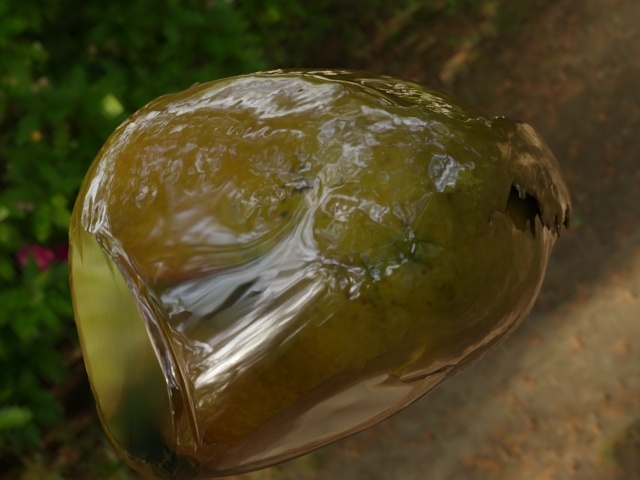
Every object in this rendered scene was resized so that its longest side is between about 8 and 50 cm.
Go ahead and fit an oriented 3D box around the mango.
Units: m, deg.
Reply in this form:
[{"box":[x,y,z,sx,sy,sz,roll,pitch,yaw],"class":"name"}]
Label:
[{"box":[0.000,0.000,0.727,0.166,0.136,0.236,-20,8,-19],"class":"mango"}]
